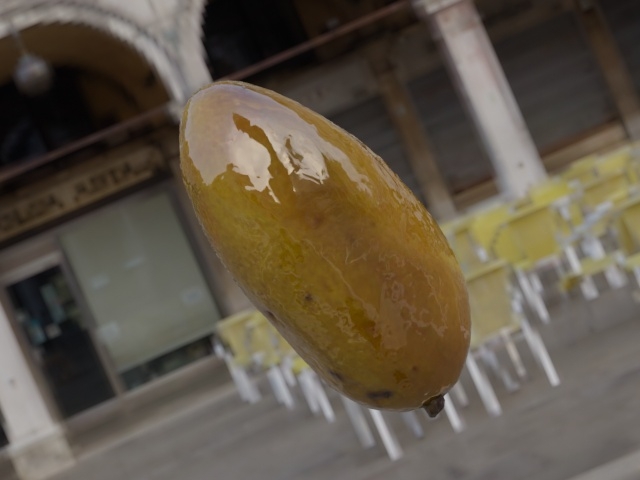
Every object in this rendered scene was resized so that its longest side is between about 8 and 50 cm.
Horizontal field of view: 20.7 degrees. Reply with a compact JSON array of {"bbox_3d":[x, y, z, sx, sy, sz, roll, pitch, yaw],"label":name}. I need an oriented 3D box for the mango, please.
[{"bbox_3d":[0.000,0.000,0.970,0.109,0.227,0.147,-32,25,19],"label":"mango"}]
